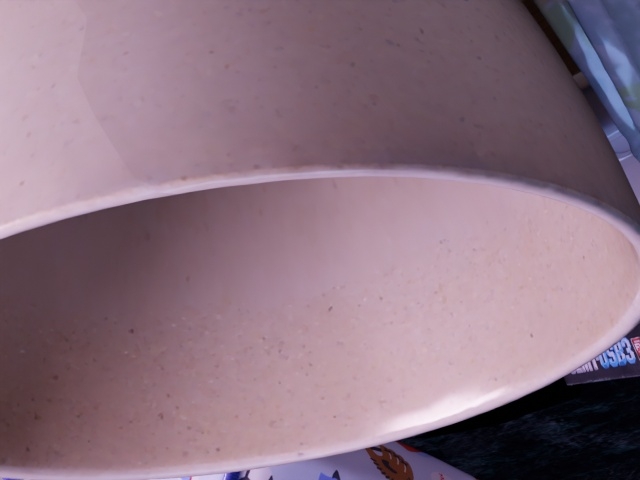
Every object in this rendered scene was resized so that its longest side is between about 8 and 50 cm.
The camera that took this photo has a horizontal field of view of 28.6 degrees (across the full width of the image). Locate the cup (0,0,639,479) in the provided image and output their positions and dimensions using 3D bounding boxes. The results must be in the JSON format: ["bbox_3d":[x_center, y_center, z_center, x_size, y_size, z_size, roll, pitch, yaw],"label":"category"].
[{"bbox_3d":[-0.044,-0.054,0.547,0.331,0.237,0.331,-7,156,-3],"label":"cup"}]

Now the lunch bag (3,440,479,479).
[{"bbox_3d":[-0.071,0.233,1.097,0.327,0.239,0.385,25,170,-33],"label":"lunch bag"}]

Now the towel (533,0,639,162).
[{"bbox_3d":[0.218,-0.191,0.438,0.374,0.090,0.320,-21,134,28],"label":"towel"}]

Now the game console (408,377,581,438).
[{"bbox_3d":[0.084,0.118,1.173,0.213,0.044,0.361,-19,151,32],"label":"game console"}]

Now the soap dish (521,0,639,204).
[{"bbox_3d":[0.169,-0.067,0.758,0.291,0.118,0.229,-27,151,32],"label":"soap dish"}]

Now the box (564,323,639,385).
[{"bbox_3d":[0.335,0.018,0.883,0.295,0.073,0.293,-20,173,-8],"label":"box"}]
